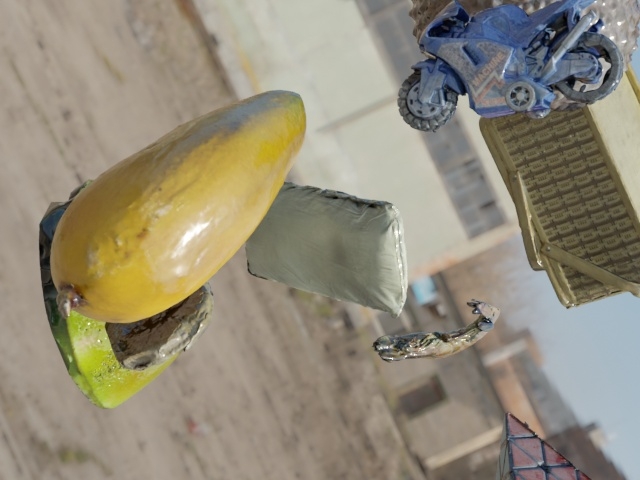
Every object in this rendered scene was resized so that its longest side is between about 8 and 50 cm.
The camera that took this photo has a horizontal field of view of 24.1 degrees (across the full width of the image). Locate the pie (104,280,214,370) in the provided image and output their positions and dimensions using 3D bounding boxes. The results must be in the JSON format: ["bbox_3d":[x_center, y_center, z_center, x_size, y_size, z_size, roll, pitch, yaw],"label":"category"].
[{"bbox_3d":[-0.237,0.115,2.252,0.046,0.195,0.195,61,4,-31],"label":"pie"}]

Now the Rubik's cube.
[{"bbox_3d":[0.348,0.437,2.453,0.190,0.178,0.211,23,36,-8],"label":"Rubik's cube"}]

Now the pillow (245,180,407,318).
[{"bbox_3d":[0.000,0.000,1.615,0.229,0.051,0.128,16,-66,39],"label":"pillow"}]

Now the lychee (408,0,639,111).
[{"bbox_3d":[0.254,-0.285,1.801,0.300,0.300,0.300,-25,90,-88],"label":"lychee"}]

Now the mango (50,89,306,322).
[{"bbox_3d":[-0.110,-0.034,1.230,0.119,0.176,0.317,45,45,-2],"label":"mango"}]

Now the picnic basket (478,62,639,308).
[{"bbox_3d":[0.373,-0.079,2.081,0.313,0.175,0.228,64,32,-9],"label":"picnic basket"}]

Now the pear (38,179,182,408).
[{"bbox_3d":[-0.312,0.075,2.525,0.399,0.165,0.399,-11,90,-78],"label":"pear"}]

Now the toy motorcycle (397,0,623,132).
[{"bbox_3d":[0.161,-0.162,1.313,0.076,0.205,0.114,3,79,-70],"label":"toy motorcycle"}]

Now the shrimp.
[{"bbox_3d":[0.184,0.142,2.274,0.152,0.219,0.046,-44,-120,45],"label":"shrimp"}]
